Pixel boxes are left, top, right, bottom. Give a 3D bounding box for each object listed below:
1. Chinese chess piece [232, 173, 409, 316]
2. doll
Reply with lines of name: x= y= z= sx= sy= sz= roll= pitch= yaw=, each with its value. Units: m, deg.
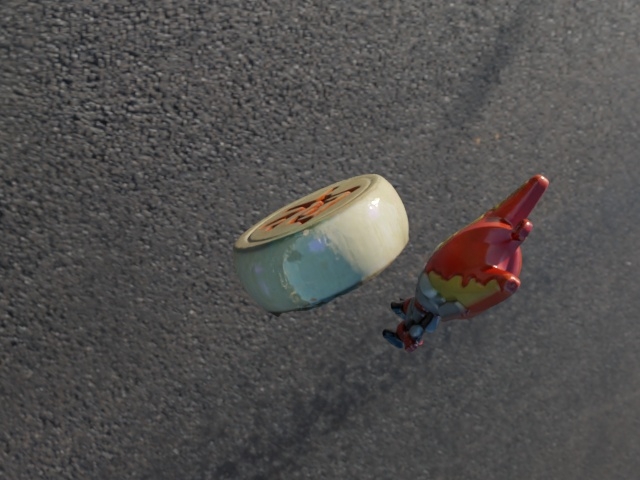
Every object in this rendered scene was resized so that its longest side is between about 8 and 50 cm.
Chinese chess piece: x=0.000 y=0.000 z=0.536 sx=0.122 sy=0.122 sz=0.051 roll=-36 pitch=107 yaw=-30
doll: x=0.104 y=0.031 z=0.585 sx=0.057 sy=0.169 sz=0.109 roll=30 pitch=51 yaw=-3
